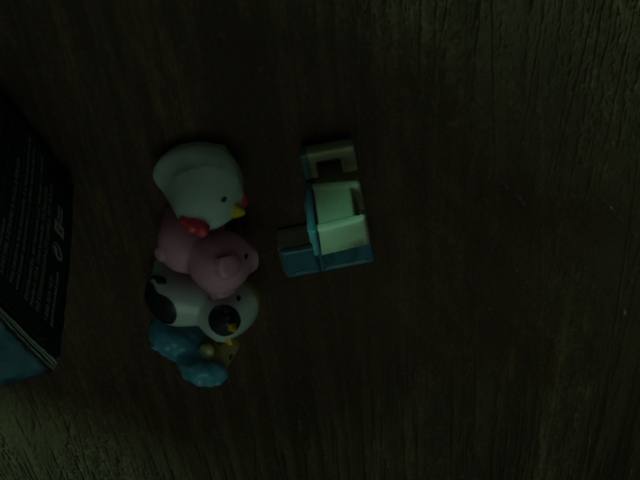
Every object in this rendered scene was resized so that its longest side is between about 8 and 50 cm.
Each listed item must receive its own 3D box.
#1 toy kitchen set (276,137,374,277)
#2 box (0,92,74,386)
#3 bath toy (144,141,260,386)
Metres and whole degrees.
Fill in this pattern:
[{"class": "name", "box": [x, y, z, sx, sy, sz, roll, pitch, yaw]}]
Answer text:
[{"class": "toy kitchen set", "box": [0.000, 0.000, 1.326, 0.122, 0.166, 0.207, -10, 137, 3]}, {"class": "box", "box": [-0.582, -0.039, 1.111, 0.480, 0.297, 0.472, -17, 138, 11]}, {"class": "bath toy", "box": [-0.146, 0.035, 1.373, 0.151, 0.129, 0.348, 1, 136, -8]}]
